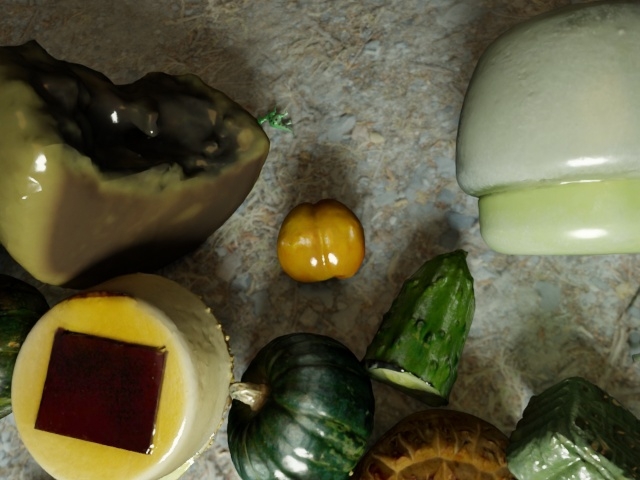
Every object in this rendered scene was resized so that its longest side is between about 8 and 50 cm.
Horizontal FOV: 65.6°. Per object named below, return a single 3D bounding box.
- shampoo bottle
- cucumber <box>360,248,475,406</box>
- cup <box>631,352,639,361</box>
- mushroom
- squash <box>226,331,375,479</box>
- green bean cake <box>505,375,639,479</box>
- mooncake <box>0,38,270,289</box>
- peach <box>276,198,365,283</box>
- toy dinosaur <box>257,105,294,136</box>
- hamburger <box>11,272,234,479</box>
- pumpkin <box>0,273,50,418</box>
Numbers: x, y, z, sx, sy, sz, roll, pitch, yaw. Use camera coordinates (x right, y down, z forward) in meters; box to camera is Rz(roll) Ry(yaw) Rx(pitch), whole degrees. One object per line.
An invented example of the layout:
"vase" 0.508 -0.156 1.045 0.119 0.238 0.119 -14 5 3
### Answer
"shampoo bottle" 0.348 -0.138 0.666 0.323 0.322 0.317 0 91 8
"cucumber" 0.162 0.107 0.716 0.134 0.134 0.244 23 64 16
"cup" 0.471 0.145 0.672 0.075 0.083 0.054 13 72 14
"mushroom" 0.148 0.337 0.609 0.254 0.153 0.252 0 76 1
"squash" -0.029 0.225 0.645 0.218 0.172 0.218 -20 44 21
"green bean cake" 0.332 0.263 0.588 0.181 0.173 0.094 44 122 19
"mooncake" -0.297 -0.128 0.716 0.246 0.394 0.393 39 78 21
"peach" 0.000 0.000 0.770 0.138 0.138 0.138 -3 68 7
"toy dinosaur" -0.085 -0.217 0.925 0.062 0.021 0.083 -20 63 7
"hamburger" -0.264 0.190 0.687 0.302 0.170 0.301 -1 84 9
"pumpkin" -0.511 0.158 0.735 0.238 0.159 0.237 -18 57 29
